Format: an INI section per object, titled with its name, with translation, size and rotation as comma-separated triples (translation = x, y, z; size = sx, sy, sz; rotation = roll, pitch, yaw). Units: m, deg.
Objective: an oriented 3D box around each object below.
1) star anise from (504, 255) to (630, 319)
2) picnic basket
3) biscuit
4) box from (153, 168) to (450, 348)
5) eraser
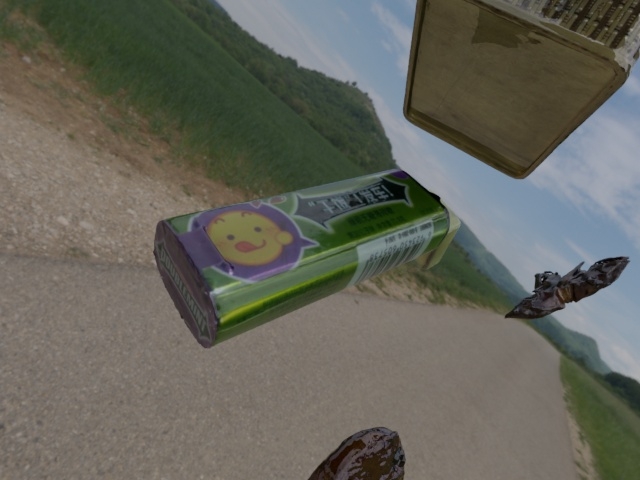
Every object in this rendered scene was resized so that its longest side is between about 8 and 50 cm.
[star anise]
translation = 0.431, 0.081, 0.744
size = 0.053, 0.212, 0.157
rotation = 61, 25, 5
[picnic basket]
translation = 0.248, -0.243, 0.538
size = 0.228, 0.175, 0.313
rotation = 33, -6, 12
[biscuit]
translation = 0.038, 0.310, 0.502
size = 0.049, 0.192, 0.192
rotation = 30, 1, 40
[box]
translation = 0.000, 0.000, 0.498
size = 0.346, 0.097, 0.134
rotation = -19, 55, -37
[eraser]
translation = 0.240, -0.023, 0.949
size = 0.117, 0.058, 0.172
rotation = 57, -18, 26
